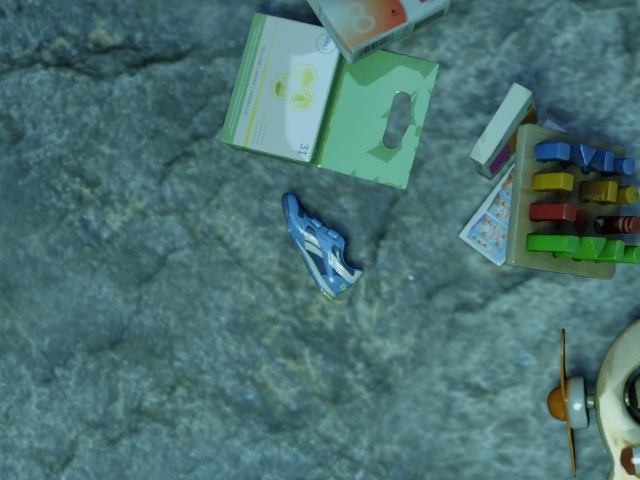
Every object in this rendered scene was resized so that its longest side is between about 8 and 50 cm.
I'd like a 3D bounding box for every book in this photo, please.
[{"bbox_3d":[0.212,-0.121,1.294,0.035,0.144,0.096,33,92,12],"label":"book"}]

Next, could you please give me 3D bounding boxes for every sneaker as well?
[{"bbox_3d":[0.000,0.000,1.373,0.059,0.053,0.144,-30,90,8],"label":"sneaker"}]

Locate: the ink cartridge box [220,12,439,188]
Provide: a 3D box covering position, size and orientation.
[{"bbox_3d":[0.011,-0.173,1.383,0.235,0.056,0.171,15,88,13],"label":"ink cartridge box"}]

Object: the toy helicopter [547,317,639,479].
[{"bbox_3d":[0.341,0.248,1.251,0.235,0.140,0.355,22,92,13],"label":"toy helicopter"}]

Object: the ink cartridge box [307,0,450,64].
[{"bbox_3d":[0.053,-0.321,1.363,0.145,0.045,0.179,-29,76,-12],"label":"ink cartridge box"}]

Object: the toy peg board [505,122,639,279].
[{"bbox_3d":[0.302,-0.042,1.261,0.161,0.079,0.161,8,86,-33],"label":"toy peg board"}]

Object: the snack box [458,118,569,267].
[{"bbox_3d":[0.245,-0.057,1.346,0.064,0.022,0.178,38,93,10],"label":"snack box"}]
